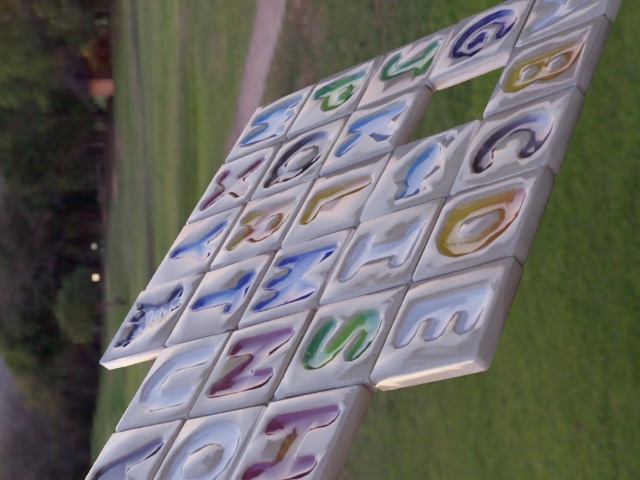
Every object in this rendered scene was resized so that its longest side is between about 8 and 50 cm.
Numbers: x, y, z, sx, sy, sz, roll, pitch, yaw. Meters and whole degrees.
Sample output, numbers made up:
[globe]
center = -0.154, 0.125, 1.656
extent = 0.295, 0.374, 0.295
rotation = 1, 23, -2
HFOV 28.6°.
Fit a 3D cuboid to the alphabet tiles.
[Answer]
[alphabet tiles]
center = 0.000, 0.000, 0.445
extent = 0.198, 0.009, 0.237
rotation = -17, 34, 41
